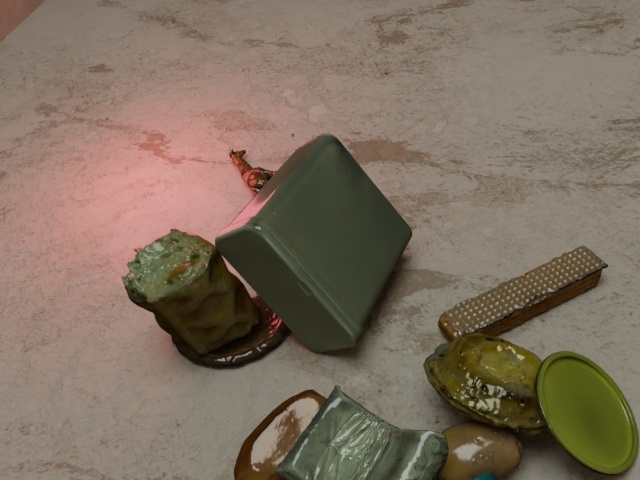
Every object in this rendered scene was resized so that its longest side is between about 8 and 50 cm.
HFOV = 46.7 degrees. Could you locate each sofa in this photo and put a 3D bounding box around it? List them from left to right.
[{"bbox_3d":[0.077,0.385,1.290,0.210,0.176,0.225,-50,16,-21],"label":"sofa"}]

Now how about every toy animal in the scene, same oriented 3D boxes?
[{"bbox_3d":[-0.171,-0.189,2.080,0.275,0.054,0.149,17,50,30],"label":"toy animal"}]

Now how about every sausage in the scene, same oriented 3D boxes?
[{"bbox_3d":[-0.071,0.389,1.416,0.120,0.136,0.241,39,59,15],"label":"sausage"}]

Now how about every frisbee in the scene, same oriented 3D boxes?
[{"bbox_3d":[0.481,0.308,1.338,0.235,0.017,0.236,19,48,-22],"label":"frisbee"}]

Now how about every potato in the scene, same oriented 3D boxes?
[{"bbox_3d":[0.278,0.385,1.343,0.178,0.110,0.118,-19,18,-1],"label":"potato"}]

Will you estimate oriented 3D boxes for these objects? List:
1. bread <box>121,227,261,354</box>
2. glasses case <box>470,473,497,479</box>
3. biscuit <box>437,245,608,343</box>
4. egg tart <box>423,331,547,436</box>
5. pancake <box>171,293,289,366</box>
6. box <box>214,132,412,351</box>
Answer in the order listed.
[{"bbox_3d":[-0.283,0.114,1.628,0.238,0.252,0.196,-23,48,-1],"label":"bread"},{"bbox_3d":[0.318,0.526,1.184,0.117,0.070,0.301,-55,43,15],"label":"glasses case"},{"bbox_3d":[0.435,0.123,1.603,0.378,0.054,0.094,-25,44,-10],"label":"biscuit"},{"bbox_3d":[0.331,0.255,1.398,0.278,0.095,0.279,10,21,-4],"label":"egg tart"},{"bbox_3d":[-0.203,0.179,1.732,0.288,0.033,0.286,23,56,33],"label":"pancake"},{"bbox_3d":[0.000,0.000,1.630,0.177,0.352,0.344,-21,27,47],"label":"box"}]
